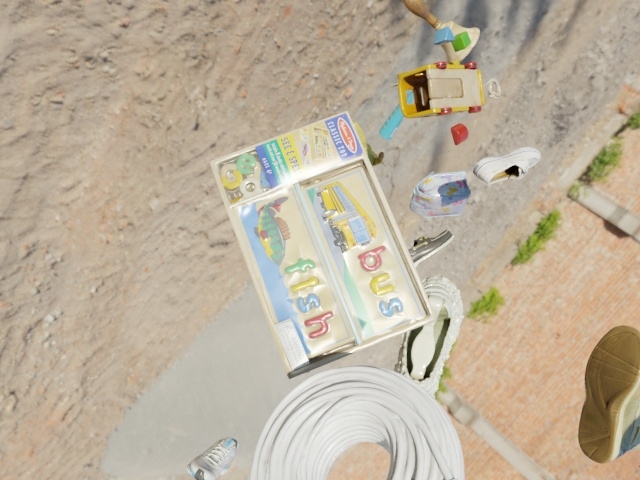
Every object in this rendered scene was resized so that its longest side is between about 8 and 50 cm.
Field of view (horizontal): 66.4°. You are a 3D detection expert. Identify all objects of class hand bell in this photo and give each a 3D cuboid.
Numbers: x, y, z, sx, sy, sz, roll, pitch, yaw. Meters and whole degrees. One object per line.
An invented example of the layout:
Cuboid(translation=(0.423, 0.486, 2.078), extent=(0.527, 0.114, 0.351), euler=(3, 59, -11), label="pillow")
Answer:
Cuboid(translation=(0.321, -0.620, 1.386), extent=(0.242, 0.126, 0.126), euler=(30, 103, -21), label="hand bell")

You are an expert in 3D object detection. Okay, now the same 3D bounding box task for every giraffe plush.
Cuboid(translation=(0.052, -0.215, 1.329), extent=(0.170, 0.210, 0.181), euler=(-48, -166, -3), label="giraffe plush")

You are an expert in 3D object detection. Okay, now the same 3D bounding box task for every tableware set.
Cuboid(translation=(0.232, -0.365, 1.056), extent=(0.154, 0.104, 0.024), euler=(-17, 101, -19), label="tableware set")

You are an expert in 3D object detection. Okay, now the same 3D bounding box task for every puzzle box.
Cuboid(translation=(0.000, 0.000, 0.860), extent=(0.272, 0.409, 0.052), euler=(-22, 169, -5), label="puzzle box")

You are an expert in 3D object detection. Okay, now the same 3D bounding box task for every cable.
Cuboid(translation=(0.041, 0.273, 0.581), extent=(0.257, 0.257, 0.089), euler=(-19, 129, 14), label="cable")

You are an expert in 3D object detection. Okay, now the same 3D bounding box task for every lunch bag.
Cuboid(translation=(0.183, -0.071, 0.764), extent=(0.083, 0.053, 0.071), euler=(-7, 155, 1), label="lunch bag")

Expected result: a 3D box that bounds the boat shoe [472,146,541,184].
Cuboid(translation=(0.240, -0.090, 0.610), extent=(0.100, 0.035, 0.035), euler=(-13, 140, -22), label="boat shoe")

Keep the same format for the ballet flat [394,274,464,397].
Cuboid(translation=(0.286, 0.230, 1.256), extent=(0.147, 0.147, 0.409), euler=(96, 14, -52), label="ballet flat")

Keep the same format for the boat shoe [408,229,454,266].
Cuboid(translation=(0.296, 0.027, 1.451), extent=(0.227, 0.069, 0.081), euler=(-34, 173, -12), label="boat shoe")

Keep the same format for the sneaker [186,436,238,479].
Cuboid(translation=(-0.224, 0.465, 1.056), extent=(0.083, 0.071, 0.191), euler=(-54, 170, -7), label="sneaker")

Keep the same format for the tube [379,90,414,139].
Cuboid(translation=(0.264, -0.425, 1.612), extent=(0.080, 0.052, 0.207), euler=(-77, -165, -45), label="tube")

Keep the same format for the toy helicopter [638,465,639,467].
Cuboid(translation=(0.894, 0.649, 1.126), extent=(0.140, 0.355, 0.235), euler=(56, 31, -64), label="toy helicopter")

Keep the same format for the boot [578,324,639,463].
Cuboid(translation=(0.610, 0.290, 0.938), extent=(0.203, 0.095, 0.262), euler=(6, 95, -26), label="boot")

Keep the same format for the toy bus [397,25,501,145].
Cuboid(translation=(0.250, -0.301, 0.995), extent=(0.202, 0.104, 0.191), euler=(41, 67, -31), label="toy bus")
